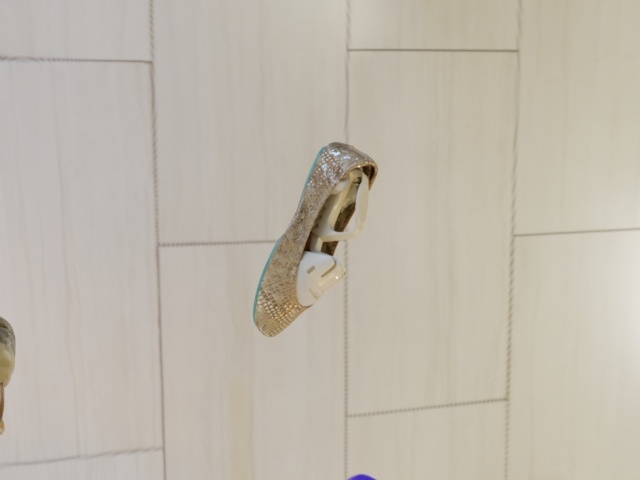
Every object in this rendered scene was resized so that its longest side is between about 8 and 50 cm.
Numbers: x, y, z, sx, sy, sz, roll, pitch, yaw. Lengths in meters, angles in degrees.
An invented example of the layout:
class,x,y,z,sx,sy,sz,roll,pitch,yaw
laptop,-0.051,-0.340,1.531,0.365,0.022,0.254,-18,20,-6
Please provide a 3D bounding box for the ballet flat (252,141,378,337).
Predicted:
class,x,y,z,sx,sy,sz,roll,pitch,yaw
ballet flat,0.000,0.000,0.926,0.073,0.067,0.206,36,71,-56

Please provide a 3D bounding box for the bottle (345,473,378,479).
class,x,y,z,sx,sy,sz,roll,pitch,yaw
bottle,-0.005,0.355,0.887,0.118,0.092,0.283,32,63,18

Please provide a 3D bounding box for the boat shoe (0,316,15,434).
class,x,y,z,sx,sy,sz,roll,pitch,yaw
boat shoe,-0.261,0.073,0.395,0.324,0.123,0.119,19,64,-53
